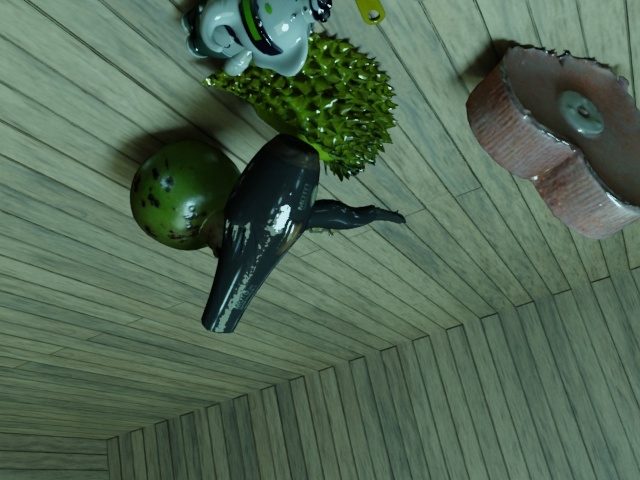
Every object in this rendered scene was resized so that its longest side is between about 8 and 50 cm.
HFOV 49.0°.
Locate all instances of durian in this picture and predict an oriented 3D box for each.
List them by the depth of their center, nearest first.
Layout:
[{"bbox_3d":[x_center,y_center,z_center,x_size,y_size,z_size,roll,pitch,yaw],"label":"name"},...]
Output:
[{"bbox_3d":[0.000,-0.194,1.018,0.169,0.158,0.352,14,174,36],"label":"durian"}]

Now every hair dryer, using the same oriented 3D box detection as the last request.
[{"bbox_3d":[0.000,0.000,1.032,0.360,0.120,0.303,-2,122,-43],"label":"hair dryer"}]

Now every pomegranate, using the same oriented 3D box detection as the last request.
[{"bbox_3d":[-0.183,-0.054,1.081,0.210,0.179,0.179,38,143,-3],"label":"pomegranate"}]

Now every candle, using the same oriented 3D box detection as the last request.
[{"bbox_3d":[0.378,-0.170,1.082,0.317,0.287,0.131,39,143,-6],"label":"candle"}]

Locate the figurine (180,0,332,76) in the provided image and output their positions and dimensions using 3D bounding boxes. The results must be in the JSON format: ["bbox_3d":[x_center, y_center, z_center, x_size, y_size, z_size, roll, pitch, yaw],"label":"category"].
[{"bbox_3d":[-0.073,-0.254,0.791,0.193,0.147,0.126,-4,-178,29],"label":"figurine"}]

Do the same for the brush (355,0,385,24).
[{"bbox_3d":[0.040,-0.319,0.837,0.083,0.011,0.205,-20,156,15],"label":"brush"}]
